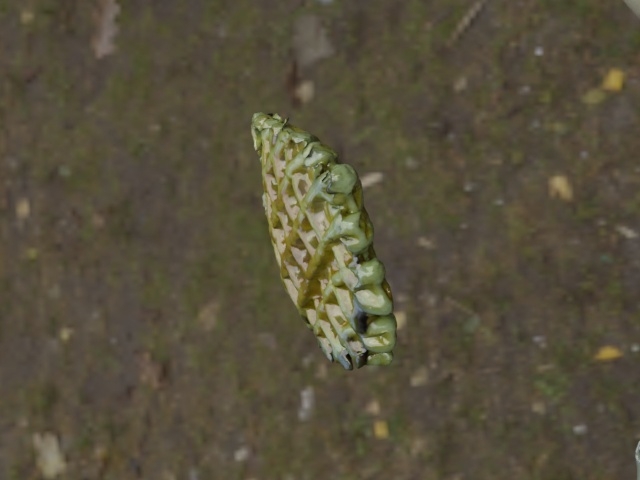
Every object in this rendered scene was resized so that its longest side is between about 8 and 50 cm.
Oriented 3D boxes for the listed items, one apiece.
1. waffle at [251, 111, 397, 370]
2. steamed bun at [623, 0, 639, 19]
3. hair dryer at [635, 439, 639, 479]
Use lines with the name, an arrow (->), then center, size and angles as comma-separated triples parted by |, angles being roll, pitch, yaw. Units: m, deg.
waffle -> 0.000, 0.000, 1.333 | 0.214, 0.054, 0.207 | -138, 34, -59
steamed bun -> 0.451, -0.268, 1.612 | 0.342, 0.368, 0.255 | 68, -167, -83
hair dryer -> 0.314, 0.170, 1.269 | 0.199, 0.167, 0.067 | -28, 53, 16
